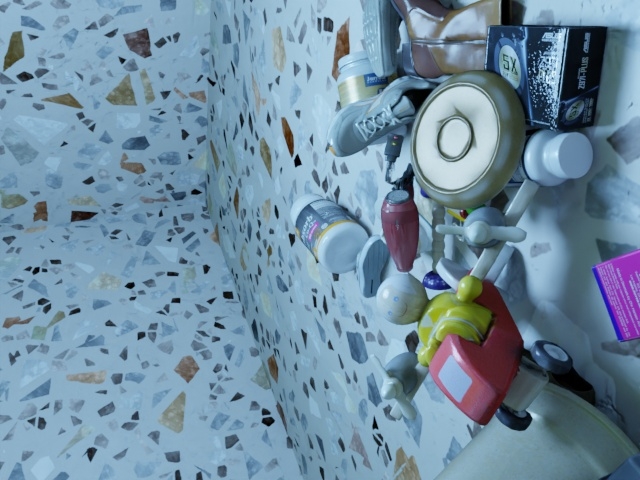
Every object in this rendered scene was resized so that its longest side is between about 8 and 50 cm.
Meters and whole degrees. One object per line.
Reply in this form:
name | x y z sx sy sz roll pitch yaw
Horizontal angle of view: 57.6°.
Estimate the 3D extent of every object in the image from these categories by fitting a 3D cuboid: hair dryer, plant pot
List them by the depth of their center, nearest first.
plant pot | 0.310 0.446 0.926 0.334 0.306 0.333 45 150 35
plant pot | 0.233 -0.170 0.984 0.236 0.032 0.236 -1 89 53
hair dryer | 0.193 -0.076 1.262 0.080 0.224 0.293 5 87 25

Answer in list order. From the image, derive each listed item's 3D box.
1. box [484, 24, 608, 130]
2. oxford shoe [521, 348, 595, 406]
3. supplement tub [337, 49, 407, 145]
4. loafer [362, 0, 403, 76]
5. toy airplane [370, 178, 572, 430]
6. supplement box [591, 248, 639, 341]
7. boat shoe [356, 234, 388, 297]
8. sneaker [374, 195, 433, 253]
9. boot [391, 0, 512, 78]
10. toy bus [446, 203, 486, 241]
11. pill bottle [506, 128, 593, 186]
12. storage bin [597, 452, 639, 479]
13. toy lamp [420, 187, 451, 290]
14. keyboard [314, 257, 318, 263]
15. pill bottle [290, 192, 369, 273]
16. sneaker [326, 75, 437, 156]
box | 0.344 -0.262 0.919 0.180 0.078 0.147 -139 44 -58
oxford shoe | 0.390 0.222 1.037 0.227 0.083 0.096 35 131 45
supplement tub | 0.118 -0.330 1.366 0.144 0.144 0.199 174 85 -69
loafer | 0.150 -0.513 1.238 0.112 0.112 0.319 -136 43 -74
toy airplane | 0.227 0.116 0.997 0.384 0.273 0.385 123 167 -70
supplement box | 0.466 0.045 0.709 0.220 0.111 0.113 138 120 -65
boat shoe | 0.129 0.061 1.607 0.075 0.083 0.226 -123 29 -42
sneaker | 0.182 -0.043 1.413 0.228 0.092 0.087 -129 34 -53
boot | 0.238 -0.431 1.086 0.280 0.096 0.264 -149 52 -62
toy bus | 0.276 -0.123 1.112 0.190 0.104 0.202 58 175 17
pill bottle | 0.349 -0.133 0.945 0.169 0.094 0.094 -168 69 -67
storage bin | 0.429 0.340 0.746 0.135 0.098 0.091 -122 29 -46
toy lamp | 0.253 -0.031 1.259 0.080 0.080 0.274 -143 47 -60
keyboard | 0.000 0.000 1.992 0.180 0.023 0.108 100 157 -44
pill bottle | 0.018 -0.030 1.739 0.278 0.162 0.162 -133 38 -54
sneaker | 0.131 -0.263 1.211 0.099 0.262 0.121 56 169 -20
